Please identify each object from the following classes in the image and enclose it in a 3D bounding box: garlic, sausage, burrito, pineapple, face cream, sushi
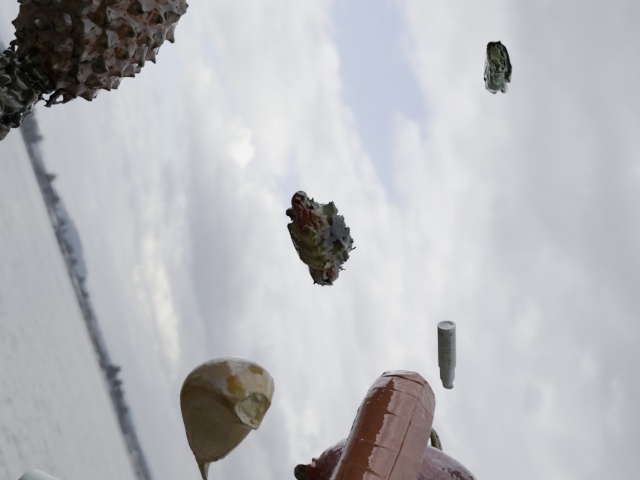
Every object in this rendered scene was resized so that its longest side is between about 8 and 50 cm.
[{"bbox_3d":[-0.159,0.285,1.681,0.245,0.146,0.164,121,-36,-44],"label":"garlic"},{"bbox_3d":[0.054,0.161,0.811,0.169,0.065,0.065,-61,148,-51],"label":"sausage"},{"bbox_3d":[0.293,-0.276,1.676,0.118,0.044,0.074,77,0,-70],"label":"burrito"},{"bbox_3d":[-0.316,-0.208,1.181,0.175,0.361,0.175,42,-8,7],"label":"pineapple"},{"bbox_3d":[0.226,0.206,1.802,0.034,0.034,0.130,-134,-145,-60],"label":"face cream"},{"bbox_3d":[0.004,-0.002,1.826,0.097,0.103,0.226,44,-16,46],"label":"sushi"}]

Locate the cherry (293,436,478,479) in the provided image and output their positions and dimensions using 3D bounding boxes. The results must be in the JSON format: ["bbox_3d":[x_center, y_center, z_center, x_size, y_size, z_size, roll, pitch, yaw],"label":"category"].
[{"bbox_3d":[0.091,0.320,1.169,0.175,0.250,0.192,33,57,-67],"label":"cherry"}]

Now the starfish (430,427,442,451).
[{"bbox_3d":[0.155,0.379,1.557,0.074,0.146,0.189,23,-85,34],"label":"starfish"}]

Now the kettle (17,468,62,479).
[{"bbox_3d":[-0.276,0.329,1.105,0.127,0.148,0.098,-45,151,-62],"label":"kettle"}]
